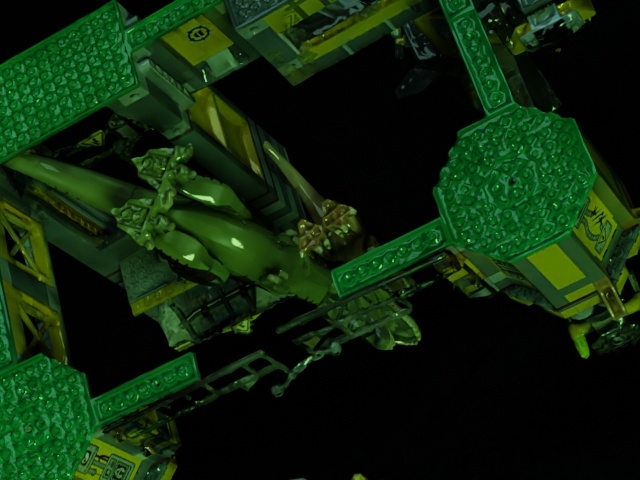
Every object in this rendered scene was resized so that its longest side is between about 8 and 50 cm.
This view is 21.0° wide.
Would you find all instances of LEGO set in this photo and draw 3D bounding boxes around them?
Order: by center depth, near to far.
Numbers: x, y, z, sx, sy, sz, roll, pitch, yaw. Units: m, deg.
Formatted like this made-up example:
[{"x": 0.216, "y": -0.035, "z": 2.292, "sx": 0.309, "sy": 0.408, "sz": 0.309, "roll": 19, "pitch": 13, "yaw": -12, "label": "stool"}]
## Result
[{"x": 0.000, "y": 0.000, "z": 0.766, "sx": 0.331, "sy": 0.192, "sz": 0.255, "roll": -34, "pitch": 58, "yaw": 11, "label": "LEGO set"}]
